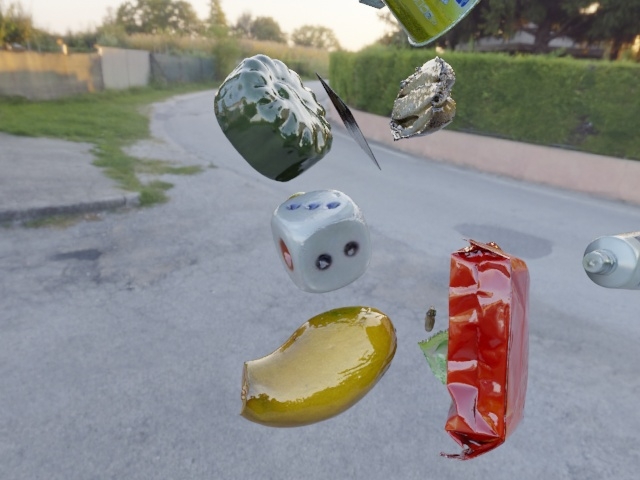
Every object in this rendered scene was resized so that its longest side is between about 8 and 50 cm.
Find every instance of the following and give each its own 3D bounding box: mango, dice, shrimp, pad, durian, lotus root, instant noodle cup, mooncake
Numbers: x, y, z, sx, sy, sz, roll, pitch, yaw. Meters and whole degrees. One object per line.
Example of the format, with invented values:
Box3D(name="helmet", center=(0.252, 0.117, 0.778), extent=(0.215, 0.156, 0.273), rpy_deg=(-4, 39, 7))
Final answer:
Box3D(name="mango", center=(0.004, 0.250, 0.900), extent=(0.359, 0.187, 0.144), rpy_deg=(-30, -9, -23))
Box3D(name="dice", center=(0.000, 0.000, 1.096), extent=(0.191, 0.194, 0.193), rpy_deg=(-20, 29, -16))
Box3D(name="shrimp", center=(0.247, 0.166, 1.023), extent=(0.023, 0.108, 0.059), rpy_deg=(11, 57, 14))
Box3D(name="pad", center=(0.067, -0.268, 1.045), extent=(0.003, 0.235, 0.158), rpy_deg=(-36, 56, 5))
Box3D(name="durian", center=(0.383, 0.343, 1.159), extent=(0.157, 0.169, 0.355), rpy_deg=(29, 19, -19))
Box3D(name="lotus root", center=(0.229, -0.296, 1.021), extent=(0.078, 0.167, 0.329), rpy_deg=(14, 10, -9))
Box3D(name="instant noodle cup", center=(0.191, -0.483, 0.833), extent=(0.153, 0.205, 0.205), rpy_deg=(32, 8, -26))
Box3D(name="mooncake", center=(-0.127, -0.360, 1.340), extent=(0.194, 0.356, 0.356), rpy_deg=(-31, 6, 27))

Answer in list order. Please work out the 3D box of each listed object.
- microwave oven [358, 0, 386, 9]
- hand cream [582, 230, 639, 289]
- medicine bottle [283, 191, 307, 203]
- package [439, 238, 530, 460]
Box3D(name="microwave oven", center=(0.197, -0.759, 1.250), extent=(0.208, 0.162, 0.122), rpy_deg=(-14, 1, 42))
Box3D(name="hand cream", center=(0.539, 0.032, 0.752), extent=(0.340, 0.124, 0.077), rpy_deg=(0, -6, -31))
Box3D(name="medicine bottle", center=(-0.023, -0.041, 1.446), extent=(0.124, 0.124, 0.239), rpy_deg=(-16, 50, -39))
Box3D(name="package", center=(0.318, 0.206, 0.866), extent=(0.123, 0.424, 0.196), rpy_deg=(2, -4, 36))
